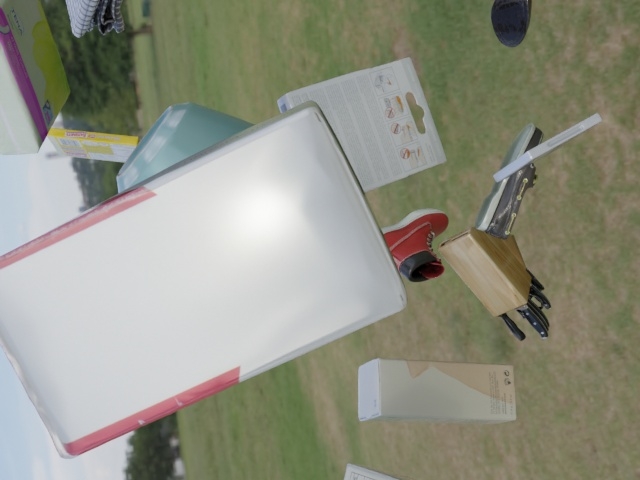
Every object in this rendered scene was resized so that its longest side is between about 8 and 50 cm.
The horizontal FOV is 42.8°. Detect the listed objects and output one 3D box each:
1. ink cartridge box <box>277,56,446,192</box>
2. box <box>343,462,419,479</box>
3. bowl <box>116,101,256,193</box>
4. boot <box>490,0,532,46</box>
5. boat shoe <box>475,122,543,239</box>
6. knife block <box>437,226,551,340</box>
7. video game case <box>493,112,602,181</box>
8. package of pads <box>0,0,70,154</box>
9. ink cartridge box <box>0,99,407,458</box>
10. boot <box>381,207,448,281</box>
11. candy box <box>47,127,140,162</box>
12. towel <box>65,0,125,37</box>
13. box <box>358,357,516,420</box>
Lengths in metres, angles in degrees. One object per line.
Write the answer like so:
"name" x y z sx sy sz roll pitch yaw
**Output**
"ink cartridge box" 0.113 -0.288 2.166 0.091 0.385 0.308 -15 96 68
"box" 0.145 0.489 1.416 0.232 0.126 0.149 -2 71 56
"bowl" -0.268 -0.138 1.544 0.311 0.163 0.311 -46 19 21
"boot" 0.497 -0.625 1.953 0.096 0.280 0.264 4 119 35
"boat shoe" 0.378 -0.113 1.581 0.081 0.068 0.228 -94 28 -80
"knife block" 0.392 0.105 1.770 0.088 0.275 0.242 -31 65 34
"video game case" 0.377 -0.153 1.370 0.019 0.143 0.157 60 168 4
"package of pads" -0.589 -0.349 1.572 0.229 0.101 0.297 -86 -8 -49
"ink cartridge box" -0.093 0.000 0.748 0.160 0.279 0.385 63 -176 -9
"boot" 0.234 0.016 1.779 0.176 0.244 0.088 31 130 38
"candy box" -0.505 -0.214 1.856 0.105 0.205 0.027 93 -176 -73
"towel" -0.517 -0.648 1.900 0.235 0.121 0.284 -49 53 51
"box" 0.248 0.328 1.759 0.148 0.311 0.121 136 137 -67
